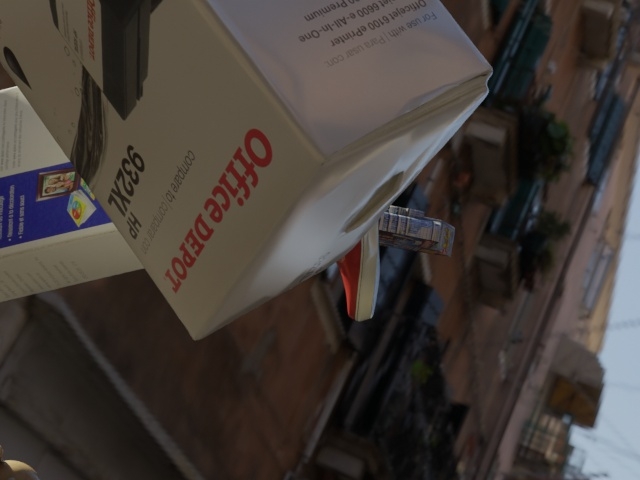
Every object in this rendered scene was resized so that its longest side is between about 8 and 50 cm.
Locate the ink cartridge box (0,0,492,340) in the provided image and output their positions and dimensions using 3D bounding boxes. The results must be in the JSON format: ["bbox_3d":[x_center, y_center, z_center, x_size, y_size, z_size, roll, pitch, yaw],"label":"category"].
[{"bbox_3d":[-0.081,-0.130,0.650,0.307,0.129,0.223,53,-34,10],"label":"ink cartridge box"}]

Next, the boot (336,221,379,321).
[{"bbox_3d":[0.000,0.000,1.683,0.176,0.244,0.088,-2,-9,2],"label":"boot"}]

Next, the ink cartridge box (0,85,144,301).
[{"bbox_3d":[-0.228,-0.040,0.871,0.332,0.165,0.065,-11,-33,7],"label":"ink cartridge box"}]

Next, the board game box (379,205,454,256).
[{"bbox_3d":[0.156,-0.021,2.061,0.194,0.060,0.194,10,-7,-4],"label":"board game box"}]

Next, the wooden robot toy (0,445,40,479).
[{"bbox_3d":[-0.188,0.140,0.612,0.079,0.076,0.173,29,-41,5],"label":"wooden robot toy"}]
